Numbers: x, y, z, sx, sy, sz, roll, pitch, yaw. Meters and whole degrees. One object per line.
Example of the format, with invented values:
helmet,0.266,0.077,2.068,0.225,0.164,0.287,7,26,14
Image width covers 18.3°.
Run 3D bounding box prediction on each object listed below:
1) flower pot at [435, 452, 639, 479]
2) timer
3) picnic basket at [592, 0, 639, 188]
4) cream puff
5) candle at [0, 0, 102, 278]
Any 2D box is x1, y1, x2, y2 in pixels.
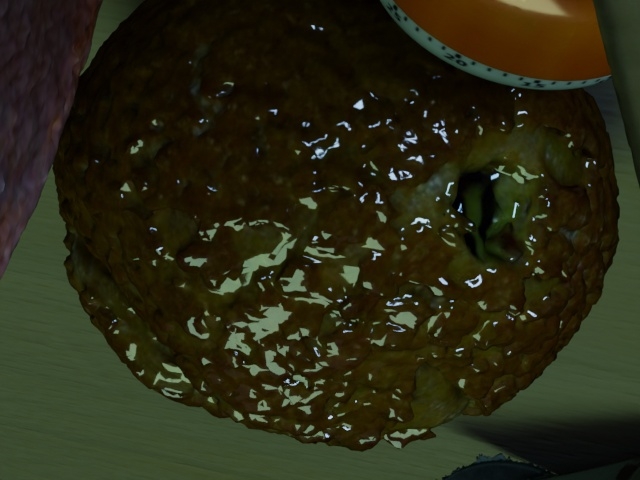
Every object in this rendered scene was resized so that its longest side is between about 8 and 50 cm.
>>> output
flower pot,0.230,0.276,1.570,0.290,0.290,0.259,25,146,-23
timer,0.087,-0.121,0.774,0.136,0.099,0.136,4,153,2
picnic basket,0.097,-0.158,0.407,0.291,0.254,0.321,7,148,26
cream puff,0.000,0.000,1.007,0.303,0.212,0.303,15,166,4
candle,-0.126,-0.135,0.691,0.131,0.316,0.287,11,-159,6
